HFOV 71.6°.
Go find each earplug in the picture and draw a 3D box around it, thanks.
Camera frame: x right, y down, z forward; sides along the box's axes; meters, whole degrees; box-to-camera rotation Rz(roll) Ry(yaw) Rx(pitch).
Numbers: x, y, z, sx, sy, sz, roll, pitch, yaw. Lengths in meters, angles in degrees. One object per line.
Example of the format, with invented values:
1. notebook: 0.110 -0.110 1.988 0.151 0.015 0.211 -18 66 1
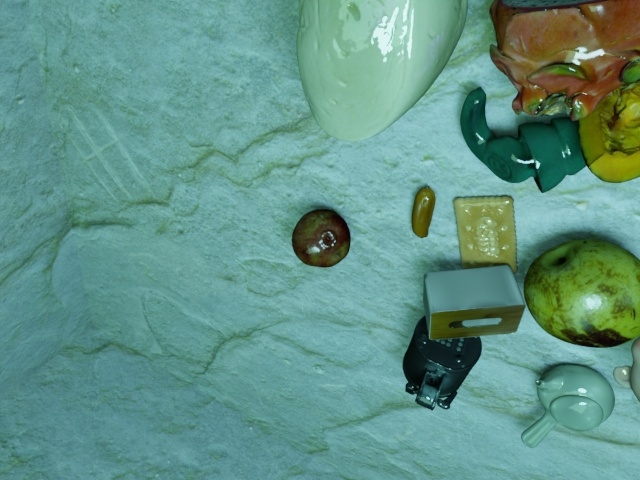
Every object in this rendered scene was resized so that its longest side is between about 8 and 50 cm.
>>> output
1. earplug: 0.481 -0.233 1.029 0.280 0.164 0.257 -10 79 22

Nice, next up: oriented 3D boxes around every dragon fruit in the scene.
1. dragon fruit: 0.474 -0.365 0.836 0.305 0.305 0.226 2 129 29

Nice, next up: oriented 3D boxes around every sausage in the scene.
1. sausage: 0.294 -0.078 1.284 0.062 0.054 0.183 41 142 38

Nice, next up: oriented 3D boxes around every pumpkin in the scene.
1. pumpkin: 0.635 -0.248 0.899 0.312 0.169 0.148 -44 118 10

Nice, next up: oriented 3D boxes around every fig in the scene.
1. fig: -0.001 -0.001 1.433 0.205 0.205 0.205 15 128 21

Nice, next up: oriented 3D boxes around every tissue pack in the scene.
1. tissue pack: 0.421 0.176 1.254 0.246 0.136 0.159 -7 139 7

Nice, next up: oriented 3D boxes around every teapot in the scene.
1. teapot: 0.761 0.526 1.364 0.220 0.149 0.318 11 125 25

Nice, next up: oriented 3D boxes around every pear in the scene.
1. pear: 0.652 0.134 1.082 0.283 0.283 0.284 15 128 21

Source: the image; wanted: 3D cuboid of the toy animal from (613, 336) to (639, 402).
1. toy animal: 0.816 0.281 1.009 0.246 0.345 0.278 -19 119 11

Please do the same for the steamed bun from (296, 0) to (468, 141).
1. steamed bun: 0.133 -0.461 0.901 0.290 0.371 0.456 11 129 22

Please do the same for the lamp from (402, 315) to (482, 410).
1. lamp: 0.384 0.361 1.423 0.205 0.374 0.272 22 159 14

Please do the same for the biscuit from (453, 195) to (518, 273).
1. biscuit: 0.464 -0.009 1.245 0.160 0.030 0.250 2 122 29
